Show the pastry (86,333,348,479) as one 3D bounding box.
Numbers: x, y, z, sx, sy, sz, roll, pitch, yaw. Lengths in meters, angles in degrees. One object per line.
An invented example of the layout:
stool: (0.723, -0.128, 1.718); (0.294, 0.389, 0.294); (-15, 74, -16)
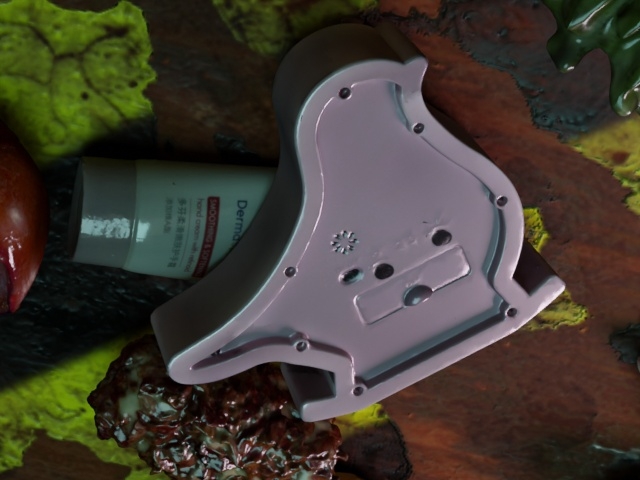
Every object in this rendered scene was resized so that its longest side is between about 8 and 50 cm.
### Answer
pastry: (-0.081, 0.146, 1.614); (0.208, 0.115, 0.097); (27, 130, -15)

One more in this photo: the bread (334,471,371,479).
bread: (-0.035, 0.332, 1.721); (0.132, 0.167, 0.294); (21, 127, -41)

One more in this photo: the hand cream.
hand cream: (-0.069, -0.008, 1.530); (0.248, 0.083, 0.133); (5, 127, -12)

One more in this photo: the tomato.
tomato: (-0.270, -0.040, 1.504); (0.189, 0.099, 0.173); (33, 150, 27)

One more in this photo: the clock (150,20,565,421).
clock: (0.000, 0.000, 1.470); (0.290, 0.080, 0.275); (-30, 123, -1)

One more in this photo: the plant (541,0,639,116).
plant: (0.291, -0.223, 1.331); (0.251, 0.180, 0.333); (33, 101, -10)

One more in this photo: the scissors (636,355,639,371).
scissors: (0.394, 0.169, 1.663); (0.160, 0.024, 0.317); (-35, 120, 22)
